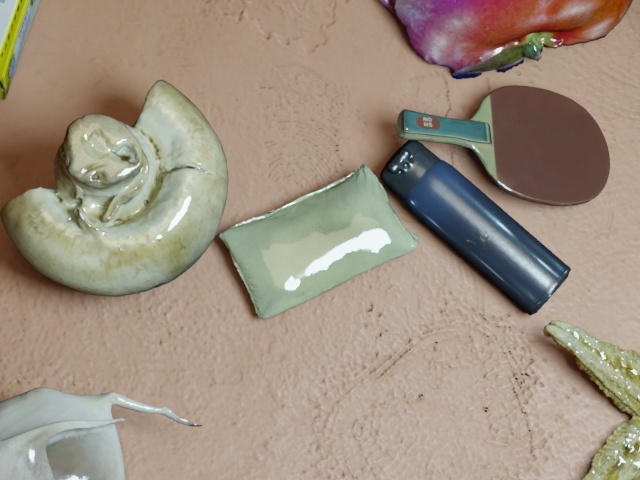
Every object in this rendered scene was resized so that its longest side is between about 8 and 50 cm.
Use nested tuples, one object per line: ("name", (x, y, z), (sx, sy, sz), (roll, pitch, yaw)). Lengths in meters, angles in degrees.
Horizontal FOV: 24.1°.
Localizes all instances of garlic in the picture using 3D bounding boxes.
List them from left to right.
("garlic", (-0.298, 0.283, 1.497), (0.245, 0.231, 0.340), (22, 77, 5))

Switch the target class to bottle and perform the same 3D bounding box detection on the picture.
("bottle", (0.174, -0.019, 1.720), (0.244, 0.082, 0.072), (42, 97, 7))

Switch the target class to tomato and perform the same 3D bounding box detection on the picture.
("tomato", (0.228, -0.370, 1.792), (0.334, 0.176, 0.290), (-15, 71, -8))

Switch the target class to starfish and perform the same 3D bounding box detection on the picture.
("starfish", (0.398, 0.202, 1.653), (0.327, 0.094, 0.375), (8, 77, 8))

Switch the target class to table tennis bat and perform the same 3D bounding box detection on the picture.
("table tennis bat", (0.217, -0.117, 1.747), (0.274, 0.021, 0.154), (7, 64, -20))

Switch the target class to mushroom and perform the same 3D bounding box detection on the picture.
("mushroom", (-0.203, -0.045, 1.633), (0.189, 0.195, 0.254), (43, 76, 5))

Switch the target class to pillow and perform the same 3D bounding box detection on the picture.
("pillow", (0.000, 0.000, 1.709), (0.208, 0.053, 0.119), (-26, 74, -10))

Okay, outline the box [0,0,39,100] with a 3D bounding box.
("box", (-0.469, -0.280, 1.737), (0.265, 0.097, 0.168), (14, 71, -1))
